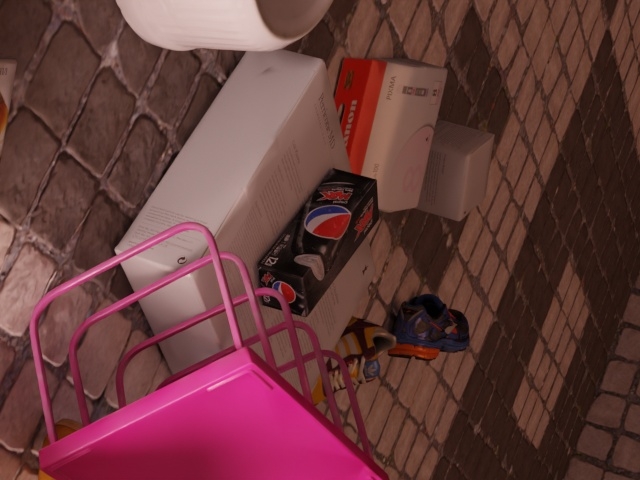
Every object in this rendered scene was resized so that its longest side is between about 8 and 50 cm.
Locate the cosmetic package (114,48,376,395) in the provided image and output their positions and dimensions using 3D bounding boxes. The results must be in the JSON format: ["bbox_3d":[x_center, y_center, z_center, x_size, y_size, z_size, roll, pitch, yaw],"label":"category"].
[{"bbox_3d":[-0.063,0.023,1.639,0.284,0.097,0.377,-58,153,-28],"label":"cosmetic package"}]

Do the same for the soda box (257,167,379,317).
[{"bbox_3d":[0.000,0.000,1.578,0.169,0.053,0.060,-54,150,-40],"label":"soda box"}]

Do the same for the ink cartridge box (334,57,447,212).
[{"bbox_3d":[0.077,-0.129,1.909,0.232,0.066,0.189,-16,121,-68],"label":"ink cartridge box"}]

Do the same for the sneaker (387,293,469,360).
[{"bbox_3d":[0.167,0.120,2.258,0.221,0.083,0.087,-12,109,-68],"label":"sneaker"}]

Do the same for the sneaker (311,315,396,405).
[{"bbox_3d":[0.028,0.159,1.956,0.185,0.084,0.069,-49,148,-44],"label":"sneaker"}]

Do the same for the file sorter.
[{"bbox_3d":[-0.101,0.143,1.400,0.290,0.202,0.182,48,19,-50],"label":"file sorter"}]

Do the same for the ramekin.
[{"bbox_3d":[-0.064,-0.293,1.373,0.273,0.127,0.272,-47,145,-47],"label":"ramekin"}]

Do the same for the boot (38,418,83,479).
[{"bbox_3d":[-0.264,0.330,1.400,0.211,0.104,0.295,-29,122,-43],"label":"boot"}]

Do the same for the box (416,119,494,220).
[{"bbox_3d":[0.176,-0.097,2.110,0.102,0.087,0.101,-37,139,-54],"label":"box"}]

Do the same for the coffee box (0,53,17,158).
[{"bbox_3d":[-0.303,-0.015,1.058,0.141,0.098,0.246,-14,118,-64],"label":"coffee box"}]
